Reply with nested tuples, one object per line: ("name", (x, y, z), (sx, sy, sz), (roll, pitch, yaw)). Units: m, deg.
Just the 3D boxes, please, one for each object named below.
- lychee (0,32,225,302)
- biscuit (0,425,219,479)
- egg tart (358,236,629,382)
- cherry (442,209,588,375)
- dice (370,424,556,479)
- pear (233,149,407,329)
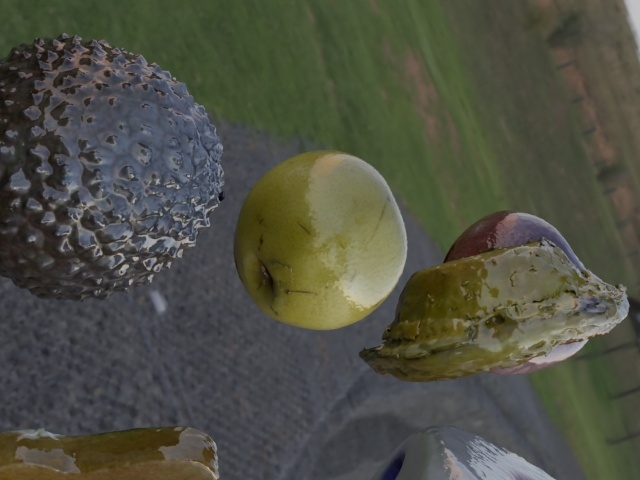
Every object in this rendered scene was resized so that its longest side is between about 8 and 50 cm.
("lychee", (-0.241, -0.080, 1.224), (0.300, 0.300, 0.300), (-22, 90, -80))
("biscuit", (-0.205, 0.273, 1.202), (0.344, 0.287, 0.057), (21, 40, -23))
("egg tart", (0.181, 0.067, 1.248), (0.295, 0.295, 0.116), (-25, 101, -80))
("cherry", (0.262, 0.085, 1.658), (0.239, 0.239, 0.206), (67, -12, -3))
("dice", (0.136, 0.331, 0.999), (0.259, 0.251, 0.243), (32, 9, -1))
("pear", (0.000, 0.000, 2.256), (0.348, 0.348, 0.348), (-22, 90, -80))
